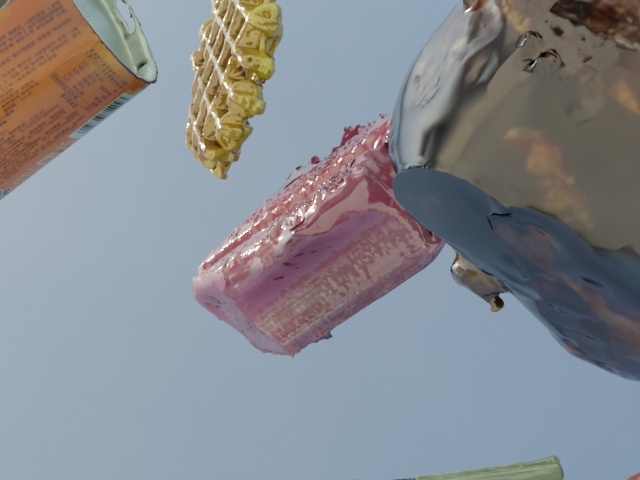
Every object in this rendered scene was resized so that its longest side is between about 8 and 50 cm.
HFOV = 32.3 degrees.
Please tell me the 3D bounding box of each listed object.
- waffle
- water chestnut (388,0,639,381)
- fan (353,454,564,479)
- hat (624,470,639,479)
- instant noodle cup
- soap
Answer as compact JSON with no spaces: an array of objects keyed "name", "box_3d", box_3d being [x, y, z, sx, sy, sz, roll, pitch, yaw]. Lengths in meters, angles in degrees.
[{"name":"waffle","box_3d":[-0.104,-0.190,1.245,0.056,0.249,0.253,12,-99,-20]},{"name":"water chestnut","box_3d":[0.234,-0.085,0.761,0.335,0.335,0.347,38,-92,16]},{"name":"fan","box_3d":[0.118,0.211,0.951,0.193,0.038,0.016,-2,-155,-11]},{"name":"hat","box_3d":[0.372,0.190,1.018,0.286,0.236,0.107,-46,-129,-7]},{"name":"instant noodle cup","box_3d":[-0.249,-0.153,0.853,0.182,0.230,0.230,-28,-112,10]},{"name":"soap","box_3d":[0.000,0.000,1.116,0.127,0.325,0.220,48,-143,-11]}]
